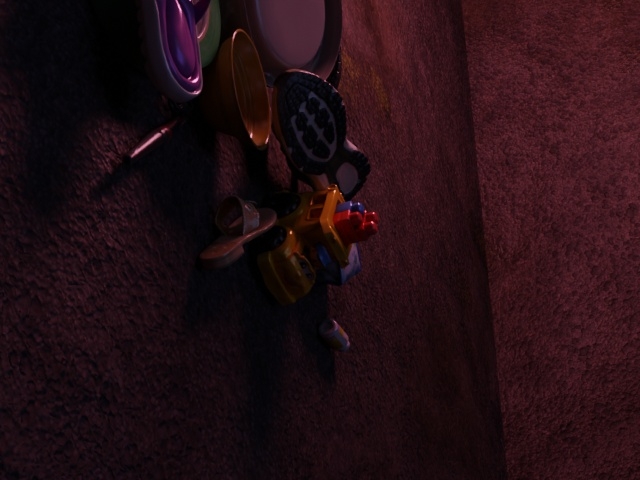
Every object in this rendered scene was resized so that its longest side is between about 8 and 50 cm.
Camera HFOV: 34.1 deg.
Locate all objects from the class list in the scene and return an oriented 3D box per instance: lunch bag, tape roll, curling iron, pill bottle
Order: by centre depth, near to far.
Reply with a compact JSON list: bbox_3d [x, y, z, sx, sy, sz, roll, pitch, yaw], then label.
[{"bbox_3d":[-0.262,-0.177,1.656,0.068,0.035,0.274,63,24,-22],"label":"curling iron"},{"bbox_3d":[-0.274,-0.429,1.714,0.321,0.077,0.321,-14,90,-68],"label":"tape roll"},{"bbox_3d":[0.030,0.199,2.156,0.083,0.043,0.043,53,32,-47],"label":"pill bottle"},{"bbox_3d":[0.019,0.010,2.166,0.129,0.096,0.151,-35,121,-67],"label":"lunch bag"}]

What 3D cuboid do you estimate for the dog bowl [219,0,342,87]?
[{"bbox_3d":[-0.087,-0.462,2.059,0.349,0.102,0.348,0,90,-58],"label":"dog bowl"}]

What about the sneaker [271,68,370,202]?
[{"bbox_3d":[-0.045,-0.204,2.049,0.158,0.182,0.410,-53,152,-14],"label":"sneaker"}]

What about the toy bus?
[{"bbox_3d":[0.000,0.000,1.970,0.220,0.211,0.149,-74,146,-48],"label":"toy bus"}]

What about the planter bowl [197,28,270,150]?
[{"bbox_3d":[-0.163,-0.260,1.858,0.217,0.090,0.217,-9,90,-77],"label":"planter bowl"}]

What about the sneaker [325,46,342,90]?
[{"bbox_3d":[0.008,-0.435,2.393,0.130,0.109,0.286,47,38,-63],"label":"sneaker"}]

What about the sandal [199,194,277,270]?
[{"bbox_3d":[-0.145,-0.037,1.796,0.240,0.088,0.079,-53,133,-57],"label":"sandal"}]

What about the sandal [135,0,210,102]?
[{"bbox_3d":[-0.217,-0.415,1.602,0.169,0.102,0.416,9,69,-67],"label":"sandal"}]
